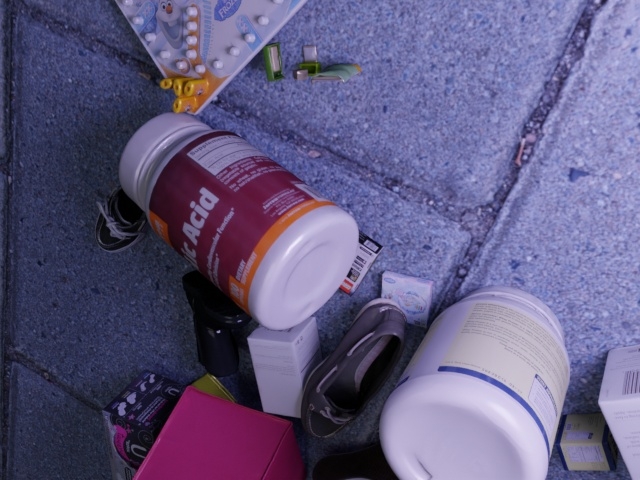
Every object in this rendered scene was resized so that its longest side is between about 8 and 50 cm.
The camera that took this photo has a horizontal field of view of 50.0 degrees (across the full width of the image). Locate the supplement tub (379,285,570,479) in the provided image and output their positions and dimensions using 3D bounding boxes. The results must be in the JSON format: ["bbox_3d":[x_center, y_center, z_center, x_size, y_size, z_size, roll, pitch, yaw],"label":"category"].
[{"bbox_3d":[0.250,0.230,1.057,0.236,0.325,0.235,12,119,23],"label":"supplement tub"}]

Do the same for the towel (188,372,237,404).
[{"bbox_3d":[-0.293,0.391,1.624,0.102,0.021,0.237,48,126,-5],"label":"towel"}]

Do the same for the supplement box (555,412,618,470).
[{"bbox_3d":[0.451,0.338,1.155,0.083,0.083,0.056,-12,109,33],"label":"supplement box"}]

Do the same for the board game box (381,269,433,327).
[{"bbox_3d":[0.154,0.105,1.234,0.090,0.020,0.090,13,122,22],"label":"board game box"}]

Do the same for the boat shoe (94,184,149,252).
[{"bbox_3d":[-0.391,-0.057,1.391,0.306,0.105,0.113,-33,96,36],"label":"boat shoe"}]

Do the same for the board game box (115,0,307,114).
[{"bbox_3d":[-0.212,-0.461,1.086,0.390,0.050,0.389,-36,86,37],"label":"board game box"}]

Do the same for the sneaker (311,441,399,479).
[{"bbox_3d":[0.131,0.487,1.410,0.290,0.105,0.123,-16,126,34],"label":"sneaker"}]

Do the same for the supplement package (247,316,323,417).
[{"bbox_3d":[-0.062,0.249,1.371,0.105,0.105,0.179,2,115,25],"label":"supplement package"}]

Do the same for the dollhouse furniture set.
[{"bbox_3d":[-0.014,-0.286,1.091,0.152,0.076,0.058,6,115,26],"label":"dollhouse furniture set"}]

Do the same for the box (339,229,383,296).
[{"bbox_3d":[0.000,0.000,1.253,0.207,0.036,0.114,35,126,8],"label":"box"}]

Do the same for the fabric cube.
[{"bbox_3d":[-0.202,0.502,1.435,0.254,0.259,0.258,15,143,20],"label":"fabric cube"}]

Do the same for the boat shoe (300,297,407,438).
[{"bbox_3d":[0.053,0.255,1.246,0.112,0.095,0.335,21,115,-16],"label":"boat shoe"}]

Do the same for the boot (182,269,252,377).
[{"bbox_3d":[-0.192,0.185,1.380,0.247,0.094,0.207,23,129,53],"label":"boot"}]

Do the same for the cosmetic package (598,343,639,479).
[{"bbox_3d":[0.532,0.265,1.032,0.151,0.151,0.183,-18,104,34],"label":"cosmetic package"}]

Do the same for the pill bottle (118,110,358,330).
[{"bbox_3d":[-0.148,-0.048,1.151,0.392,0.224,0.224,37,128,28],"label":"pill bottle"}]

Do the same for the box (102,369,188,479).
[{"bbox_3d":[-0.389,0.458,1.592,0.142,0.163,0.247,15,122,20],"label":"box"}]
